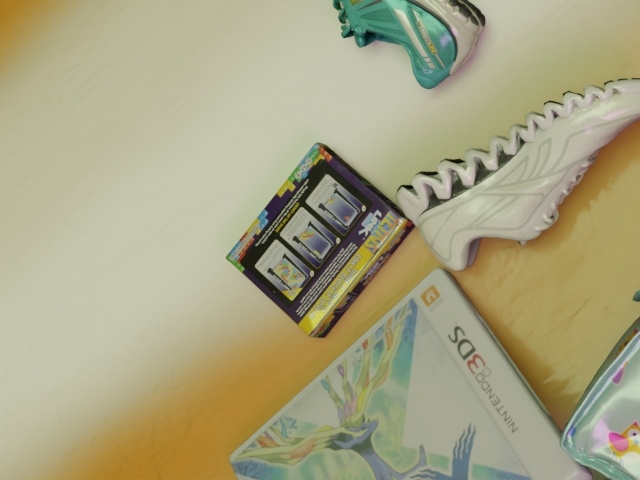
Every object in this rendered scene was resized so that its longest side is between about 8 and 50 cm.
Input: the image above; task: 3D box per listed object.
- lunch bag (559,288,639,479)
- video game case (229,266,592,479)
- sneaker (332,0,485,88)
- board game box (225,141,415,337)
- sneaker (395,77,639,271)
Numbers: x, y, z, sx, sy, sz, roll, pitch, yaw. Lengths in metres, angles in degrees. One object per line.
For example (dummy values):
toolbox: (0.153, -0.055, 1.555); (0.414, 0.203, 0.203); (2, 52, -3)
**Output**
lunch bag: (0.346, 0.110, 1.151); (0.160, 0.223, 0.262); (34, 98, 15)
video game case: (0.074, 0.231, 1.285); (0.329, 0.036, 0.300); (-44, 45, 12)
sneaker: (0.050, -0.272, 1.386); (0.275, 0.107, 0.110); (41, 109, 21)
board game box: (0.000, 0.000, 1.401); (0.141, 0.048, 0.170); (42, 100, 19)
sneaker: (0.224, -0.069, 1.295); (0.292, 0.110, 0.118); (-30, 81, 25)
